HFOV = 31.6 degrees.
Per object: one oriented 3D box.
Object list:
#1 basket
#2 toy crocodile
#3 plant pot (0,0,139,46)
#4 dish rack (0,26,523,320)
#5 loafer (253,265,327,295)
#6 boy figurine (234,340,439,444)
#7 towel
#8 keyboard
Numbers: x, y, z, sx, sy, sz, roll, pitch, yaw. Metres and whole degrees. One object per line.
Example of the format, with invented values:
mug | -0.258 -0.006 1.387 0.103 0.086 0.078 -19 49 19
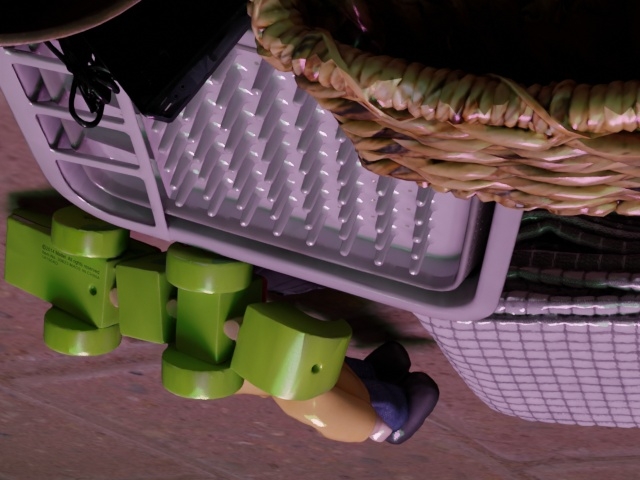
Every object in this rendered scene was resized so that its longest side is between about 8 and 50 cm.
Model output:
basket | 0.111 -0.143 0.407 0.299 0.213 0.223 -4 153 23
toy crocodile | -0.131 0.042 0.915 0.340 0.115 0.105 15 -161 33
plant pot | -0.190 -0.170 0.482 0.215 0.215 0.230 25 164 -32
dish rack | -0.033 -0.069 0.704 0.333 0.072 0.285 17 154 11
loafer | 0.000 0.000 0.905 0.078 0.076 0.223 19 157 -33
boy figurine | -0.008 0.116 1.061 0.092 0.177 0.285 -49 142 10
towel | 0.238 0.056 0.903 0.284 0.121 0.235 -1 152 22
keyboard | -0.094 -0.118 0.535 0.100 0.192 0.038 -45 139 8
